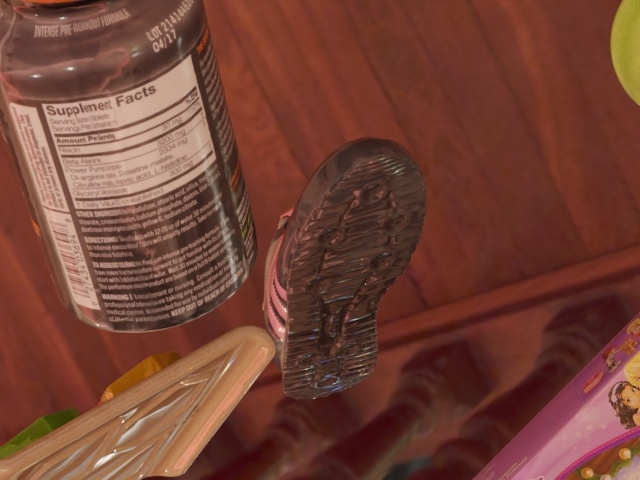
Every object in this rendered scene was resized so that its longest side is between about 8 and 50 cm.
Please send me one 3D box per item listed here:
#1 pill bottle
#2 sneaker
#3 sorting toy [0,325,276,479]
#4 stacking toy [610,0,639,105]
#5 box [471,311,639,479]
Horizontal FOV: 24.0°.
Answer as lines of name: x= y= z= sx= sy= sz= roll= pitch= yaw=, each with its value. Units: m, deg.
pill bottle: x=-0.118 y=-0.077 z=0.859 sx=0.130 sy=0.130 sz=0.246 roll=16 pitch=135 yaw=30
sneaker: x=0.000 y=0.000 z=1.208 sx=0.319 sy=0.112 sz=0.131 roll=107 pitch=149 yaw=-52
sorting toy: x=-0.143 y=0.129 z=0.889 sx=0.038 sy=0.208 sz=0.193 roll=54 pitch=141 yaw=16
stacking toy: x=0.352 y=-0.134 z=1.092 sx=0.279 sy=0.130 sz=0.309 roll=-34 pitch=81 yaw=28
box: x=0.201 y=0.179 z=0.903 sx=0.201 sy=0.057 sz=0.293 roll=42 pitch=98 yaw=-7
